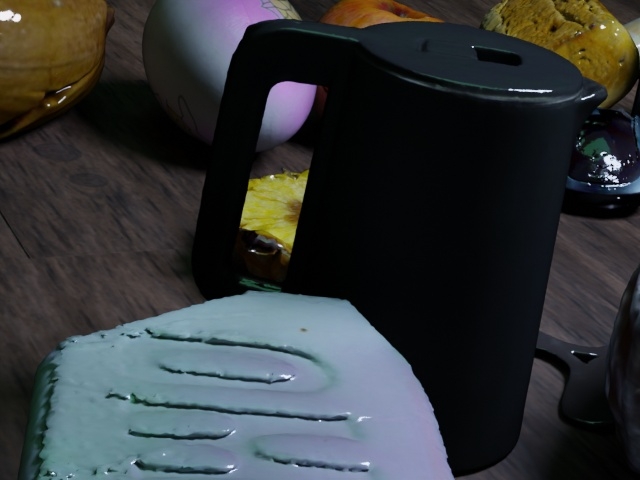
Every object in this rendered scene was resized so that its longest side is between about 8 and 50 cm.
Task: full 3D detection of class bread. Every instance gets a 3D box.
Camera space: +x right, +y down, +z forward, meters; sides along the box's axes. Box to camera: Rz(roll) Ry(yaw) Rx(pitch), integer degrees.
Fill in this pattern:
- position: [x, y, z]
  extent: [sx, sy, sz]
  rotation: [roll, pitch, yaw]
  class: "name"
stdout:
- position: [0.306, -0.249, 1.990]
  extent: [0.132, 0.167, 0.294]
  rotation: [49, 9, -19]
  class: "bread"

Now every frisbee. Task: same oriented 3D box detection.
- position: [0.225, 0.102, 1.351]
  extent: [0.187, 0.012, 0.211]
  rotation: [23, 28, 33]
  class: "frisbee"

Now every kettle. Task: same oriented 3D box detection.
- position: [0.059, -0.011, 1.181]
  extent: [0.262, 0.308, 0.203]
  rotation: [21, 25, 27]
  class: "kettle"

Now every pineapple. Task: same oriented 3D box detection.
- position: [0.000, 0.000, 1.429]
  extent: [0.225, 0.076, 0.225]
  rotation: [5, 25, -2]
  class: "pineapple"

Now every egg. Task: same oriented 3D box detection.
- position: [-0.101, -0.198, 1.719]
  extent: [0.196, 0.196, 0.271]
  rotation: [-2, 44, -23]
  class: "egg"

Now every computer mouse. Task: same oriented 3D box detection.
- position: [0.313, -0.110, 1.762]
  extent: [0.137, 0.096, 0.233]
  rotation: [5, 25, -5]
  class: "computer mouse"

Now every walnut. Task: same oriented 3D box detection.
- position: [-0.344, -0.219, 1.672]
  extent: [0.209, 0.209, 0.336]
  rotation: [23, 29, 32]
  class: "walnut"

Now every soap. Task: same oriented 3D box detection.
- position: [-0.053, 0.183, 0.891]
  extent: [0.261, 0.156, 0.446]
  rotation: [5, 23, -7]
  class: "soap"

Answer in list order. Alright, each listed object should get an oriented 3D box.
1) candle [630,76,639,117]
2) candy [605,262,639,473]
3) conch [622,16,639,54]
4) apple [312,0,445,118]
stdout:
- position: [0.561, -0.182, 1.863]
  extent: [0.342, 0.221, 0.221]
  rotation: [12, 23, 4]
  class: "candle"
- position: [0.316, 0.069, 1.186]
  extent: [0.157, 0.214, 0.289]
  rotation: [14, 43, 20]
  class: "candy"
- position: [0.525, -0.309, 2.254]
  extent: [0.255, 0.127, 0.158]
  rotation: [-2, 26, -21]
  class: "conch"
- position: [0.076, -0.202, 1.792]
  extent: [0.209, 0.164, 0.209]
  rotation: [20, 19, -7]
  class: "apple"
